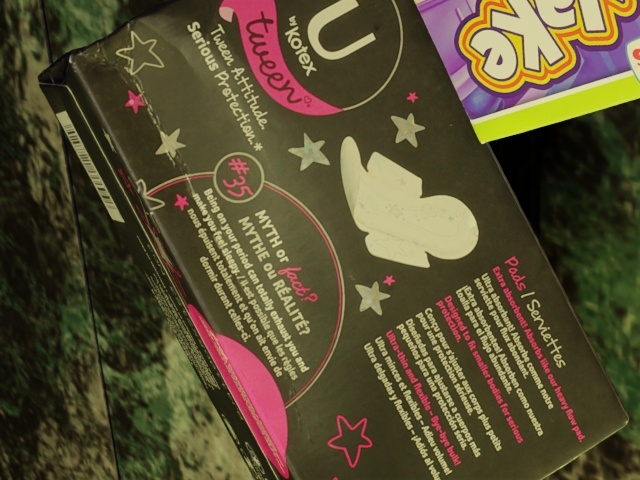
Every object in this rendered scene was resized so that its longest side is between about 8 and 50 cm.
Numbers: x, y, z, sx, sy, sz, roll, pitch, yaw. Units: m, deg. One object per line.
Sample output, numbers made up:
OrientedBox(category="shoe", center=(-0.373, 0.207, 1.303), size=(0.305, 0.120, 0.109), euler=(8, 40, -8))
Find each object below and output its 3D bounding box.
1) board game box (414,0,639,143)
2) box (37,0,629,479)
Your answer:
OrientedBox(category="board game box", center=(0.146, -0.184, 0.562), size=(0.347, 0.078, 0.233), euler=(-15, 105, 49))
OrientedBox(category="box", center=(0.000, 0.000, 0.759), size=(0.247, 0.142, 0.163), euler=(63, 169, -8))
